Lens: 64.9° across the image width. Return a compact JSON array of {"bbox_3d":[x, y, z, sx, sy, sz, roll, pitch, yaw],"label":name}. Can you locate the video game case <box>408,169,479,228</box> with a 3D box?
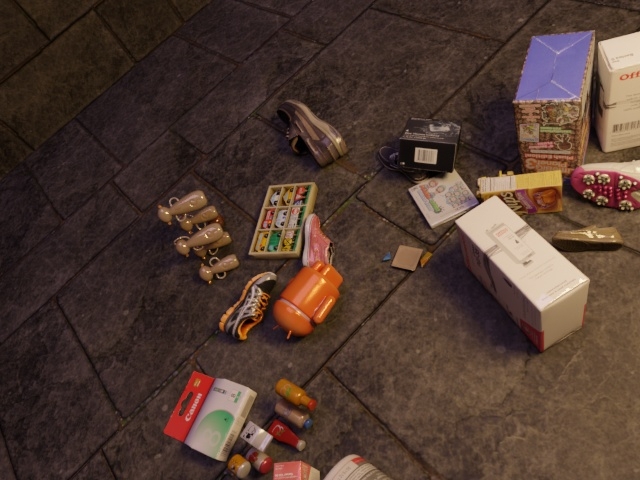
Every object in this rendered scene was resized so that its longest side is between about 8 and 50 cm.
[{"bbox_3d":[0.341,-0.121,1.406,0.143,0.019,0.157,-27,49,6],"label":"video game case"}]

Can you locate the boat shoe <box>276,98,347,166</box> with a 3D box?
[{"bbox_3d":[-0.060,-0.363,1.699,0.130,0.132,0.355,-41,49,-7],"label":"boat shoe"}]

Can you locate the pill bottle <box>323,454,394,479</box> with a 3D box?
[{"bbox_3d":[0.134,0.546,0.936,0.283,0.161,0.161,22,69,36],"label":"pill bottle"}]

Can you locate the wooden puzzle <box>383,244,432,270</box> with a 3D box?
[{"bbox_3d":[0.232,0.047,1.343,0.116,0.014,0.078,19,63,34],"label":"wooden puzzle"}]

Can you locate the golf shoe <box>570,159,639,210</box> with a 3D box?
[{"bbox_3d":[0.756,-0.144,1.176,0.306,0.115,0.140,13,54,24],"label":"golf shoe"}]

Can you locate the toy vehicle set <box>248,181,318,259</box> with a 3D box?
[{"bbox_3d":[-0.113,-0.062,1.571,0.166,0.035,0.266,-3,56,24],"label":"toy vehicle set"}]

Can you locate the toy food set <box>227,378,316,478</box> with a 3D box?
[{"bbox_3d":[-0.097,0.449,1.148,0.105,0.111,0.232,20,65,35],"label":"toy food set"}]

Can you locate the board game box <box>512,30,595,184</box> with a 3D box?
[{"bbox_3d":[0.585,-0.319,1.250,0.141,0.291,0.232,8,60,31],"label":"board game box"}]

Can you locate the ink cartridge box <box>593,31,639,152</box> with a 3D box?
[{"bbox_3d":[0.775,-0.358,1.199,0.199,0.273,0.114,-10,54,19],"label":"ink cartridge box"}]

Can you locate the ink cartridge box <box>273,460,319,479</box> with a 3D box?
[{"bbox_3d":[-0.050,0.572,1.036,0.067,0.115,0.198,-13,52,16],"label":"ink cartridge box"}]

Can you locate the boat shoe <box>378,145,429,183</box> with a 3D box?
[{"bbox_3d":[0.244,-0.243,1.509,0.075,0.065,0.206,-41,50,-6],"label":"boat shoe"}]

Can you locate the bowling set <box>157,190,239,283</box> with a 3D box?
[{"bbox_3d":[-0.376,-0.013,1.600,0.154,0.286,0.200,-25,7,-2],"label":"bowling set"}]

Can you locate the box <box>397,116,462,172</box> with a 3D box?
[{"bbox_3d":[0.311,-0.274,1.429,0.156,0.093,0.158,9,37,16],"label":"box"}]

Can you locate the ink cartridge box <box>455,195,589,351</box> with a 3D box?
[{"bbox_3d":[0.432,0.069,1.103,0.117,0.207,0.283,-32,49,-1],"label":"ink cartridge box"}]

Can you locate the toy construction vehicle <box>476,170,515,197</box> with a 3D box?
[{"bbox_3d":[0.470,-0.152,1.354,0.098,0.035,0.085,-2,56,25],"label":"toy construction vehicle"}]

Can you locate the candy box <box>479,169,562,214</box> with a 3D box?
[{"bbox_3d":[0.503,-0.113,1.264,0.187,0.109,0.053,-4,56,24],"label":"candy box"}]

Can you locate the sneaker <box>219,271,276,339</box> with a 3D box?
[{"bbox_3d":[-0.186,0.185,1.406,0.083,0.084,0.214,33,84,35],"label":"sneaker"}]

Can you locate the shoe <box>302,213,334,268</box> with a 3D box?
[{"bbox_3d":[0.000,0.000,1.458,0.081,0.063,0.177,-6,60,20],"label":"shoe"}]

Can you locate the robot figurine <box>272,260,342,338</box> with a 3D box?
[{"bbox_3d":[-0.038,0.158,1.321,0.158,0.128,0.219,34,74,17],"label":"robot figurine"}]

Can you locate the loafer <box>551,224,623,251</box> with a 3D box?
[{"bbox_3d":[0.618,-0.006,1.171,0.148,0.056,0.050,4,58,17],"label":"loafer"}]

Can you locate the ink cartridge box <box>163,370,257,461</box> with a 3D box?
[{"bbox_3d":[-0.296,0.438,1.293,0.225,0.056,0.181,10,62,29],"label":"ink cartridge box"}]
